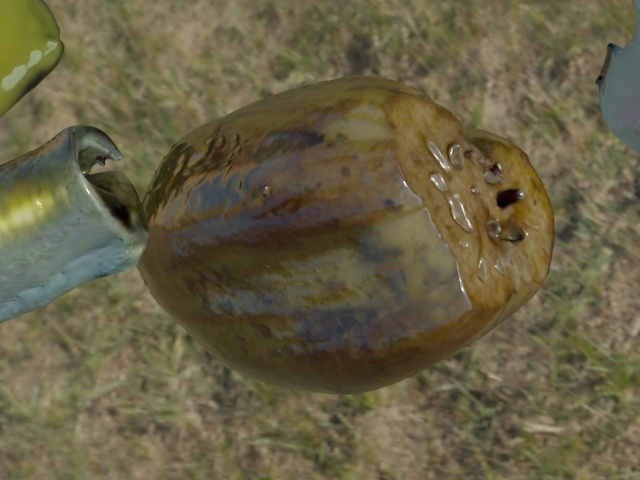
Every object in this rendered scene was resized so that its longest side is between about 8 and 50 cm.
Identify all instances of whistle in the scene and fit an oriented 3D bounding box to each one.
[{"bbox_3d":[-0.227,0.039,0.679,0.326,0.057,0.068,-25,62,20],"label":"whistle"}]

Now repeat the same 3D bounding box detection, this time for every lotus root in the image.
[{"bbox_3d":[0.004,-0.007,0.866,0.291,0.193,0.193,-8,71,47],"label":"lotus root"}]

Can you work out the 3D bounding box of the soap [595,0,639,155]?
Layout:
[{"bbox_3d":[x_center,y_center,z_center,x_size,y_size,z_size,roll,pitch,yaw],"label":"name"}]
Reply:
[{"bbox_3d":[0.390,-0.071,1.010,0.261,0.446,0.156,-38,40,25],"label":"soap"}]

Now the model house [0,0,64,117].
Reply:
[{"bbox_3d":[-0.362,-0.169,1.112,0.234,0.175,0.193,26,69,29],"label":"model house"}]
